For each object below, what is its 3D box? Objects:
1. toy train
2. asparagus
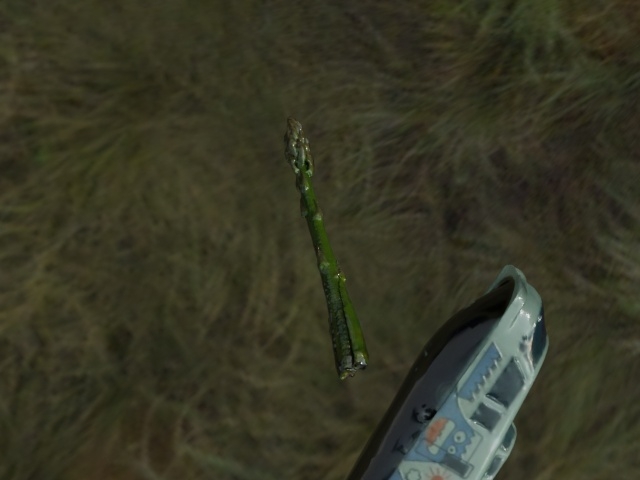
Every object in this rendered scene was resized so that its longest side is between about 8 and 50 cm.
[{"bbox_3d":[0.024,0.101,0.575,0.047,0.043,0.207,30,105,-8],"label":"toy train"},{"bbox_3d":[0.000,0.000,1.099,0.022,0.233,0.023,3,138,-21],"label":"asparagus"}]
